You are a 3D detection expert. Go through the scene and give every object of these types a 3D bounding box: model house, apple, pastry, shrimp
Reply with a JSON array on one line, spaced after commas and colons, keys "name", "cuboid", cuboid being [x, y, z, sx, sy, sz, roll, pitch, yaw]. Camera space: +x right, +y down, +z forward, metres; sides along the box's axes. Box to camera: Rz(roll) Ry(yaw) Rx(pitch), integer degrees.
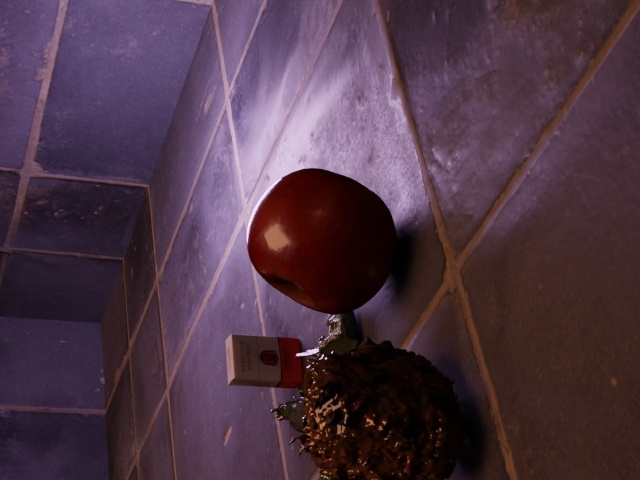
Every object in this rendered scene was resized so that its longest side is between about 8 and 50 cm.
[{"name": "model house", "cuboid": [0.031, 0.163, 2.184, 0.079, 0.066, 0.083, 128, 144, -52]}, {"name": "apple", "cuboid": [0.000, 0.000, 2.050, 0.217, 0.260, 0.260, -64, 17, -14]}, {"name": "pastry", "cuboid": [0.086, 0.278, 1.766, 0.275, 0.274, 0.193, -114, 34, -53]}, {"name": "shrimp", "cuboid": [-0.013, 0.281, 2.272, 0.289, 0.075, 0.178, 160, 122, -68]}]

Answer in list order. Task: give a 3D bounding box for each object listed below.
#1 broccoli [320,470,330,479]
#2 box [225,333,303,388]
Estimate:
[{"name": "broccoli", "cuboid": [0.079, 0.413, 1.890, 0.195, 0.156, 0.195, 27, 131, 35]}, {"name": "box", "cuboid": [-0.115, 0.247, 2.422, 0.048, 0.152, 0.100, 133, 138, -54]}]
